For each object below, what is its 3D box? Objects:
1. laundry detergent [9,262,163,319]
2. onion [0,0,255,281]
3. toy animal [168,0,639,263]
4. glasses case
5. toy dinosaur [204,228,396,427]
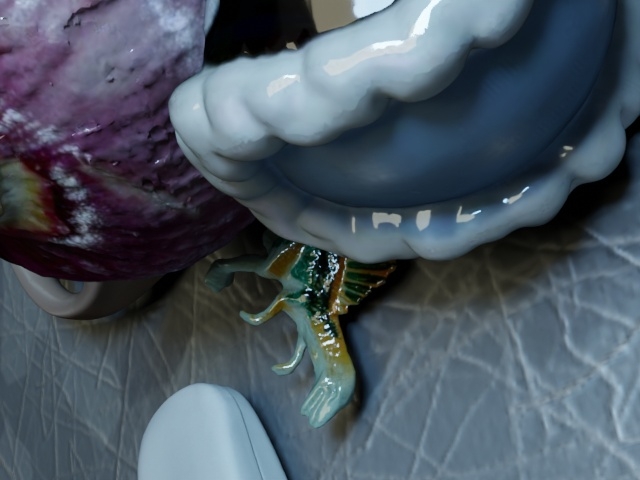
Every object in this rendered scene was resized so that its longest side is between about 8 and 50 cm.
[{"bbox_3d":[-0.177,-0.027,0.763,0.237,0.076,0.171,-14,71,45],"label":"laundry detergent"},{"bbox_3d":[-0.059,-0.136,0.570,0.159,0.267,0.348,14,50,22],"label":"onion"},{"bbox_3d":[0.051,-0.094,0.457,0.156,0.204,0.208,13,72,33],"label":"toy animal"},{"bbox_3d":[-0.044,0.185,0.585,0.092,0.059,0.233,-44,51,33],"label":"glasses case"},{"bbox_3d":[0.003,0.001,0.597,0.106,0.044,0.187,14,73,42],"label":"toy dinosaur"}]
